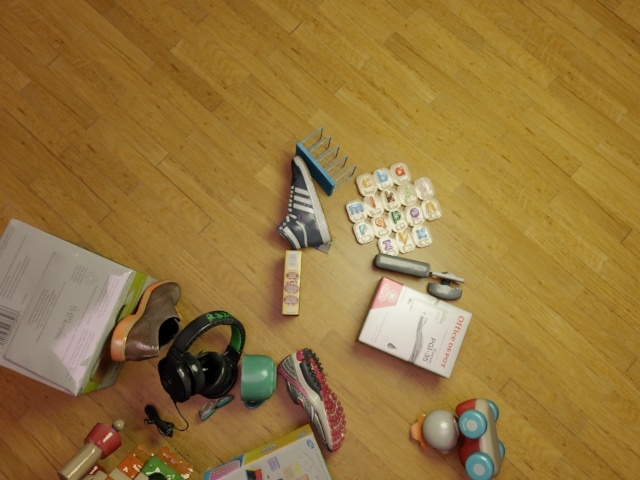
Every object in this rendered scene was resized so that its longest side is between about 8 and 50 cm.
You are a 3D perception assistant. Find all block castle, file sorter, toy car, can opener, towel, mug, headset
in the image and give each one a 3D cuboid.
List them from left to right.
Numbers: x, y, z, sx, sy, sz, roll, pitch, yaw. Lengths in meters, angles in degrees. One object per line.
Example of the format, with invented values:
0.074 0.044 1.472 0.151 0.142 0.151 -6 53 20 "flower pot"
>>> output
-0.461 0.695 1.450 0.453 0.303 0.213 35 38 6 "block castle"
-0.366 0.367 1.560 0.185 0.243 0.394 29 97 33 "headset"
-0.178 0.401 1.604 0.097 0.158 0.129 2 56 -6 "mug"
0.000 0.000 1.729 0.083 0.009 0.060 24 81 3 "towel"
0.015 -0.245 1.721 0.104 0.118 0.170 -40 83 -12 "file sorter"
0.296 0.112 1.680 0.283 0.076 0.095 13 84 -2 "can opener"
0.375 0.560 1.573 0.238 0.219 0.210 -11 80 26 "toy car"

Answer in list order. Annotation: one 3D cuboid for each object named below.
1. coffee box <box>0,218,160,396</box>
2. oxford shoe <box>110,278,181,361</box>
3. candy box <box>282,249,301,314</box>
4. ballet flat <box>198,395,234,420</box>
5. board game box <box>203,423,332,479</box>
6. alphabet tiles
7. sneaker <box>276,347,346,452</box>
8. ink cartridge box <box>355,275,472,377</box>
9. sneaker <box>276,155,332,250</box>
-0.686 0.187 1.512 0.338 0.334 0.338 22 79 1 "coffee box"
-0.434 0.219 1.521 0.132 0.364 0.130 6 115 4 "oxford shoe"
-0.084 0.129 1.653 0.053 0.109 0.187 1 79 -2 "candy box"
-0.308 0.478 1.623 0.114 0.041 0.041 -35 83 -8 "ballet flat"
-0.128 0.684 1.529 0.316 0.064 0.242 -22 99 -10 "board game box"
0.230 -0.094 1.746 0.284 0.021 0.278 -19 84 -4 "alphabet tiles"
-0.020 0.463 1.604 0.112 0.121 0.299 -28 80 20 "sneaker"
0.272 0.254 1.636 0.283 0.117 0.207 22 80 3 "ink cartridge box"
-0.078 -0.107 1.689 0.153 0.099 0.282 -19 86 2 "sneaker"
